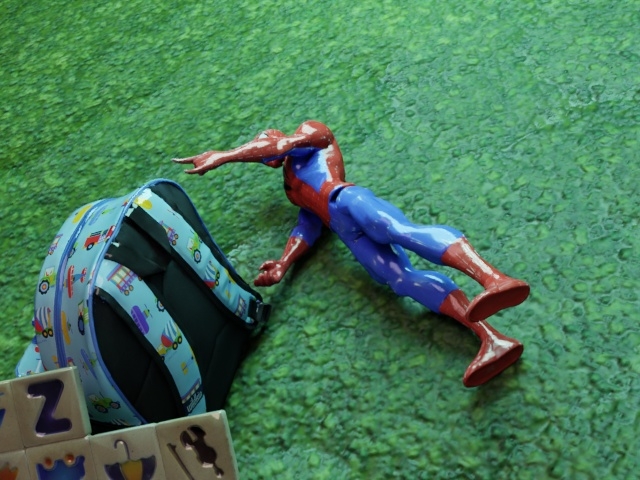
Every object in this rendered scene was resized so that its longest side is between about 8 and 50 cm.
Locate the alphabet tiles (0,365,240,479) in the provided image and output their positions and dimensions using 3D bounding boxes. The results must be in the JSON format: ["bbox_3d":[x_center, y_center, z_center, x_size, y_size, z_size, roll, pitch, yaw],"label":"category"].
[{"bbox_3d":[-0.152,0.174,0.525,0.237,0.009,0.198,-13,90,10],"label":"alphabet tiles"}]

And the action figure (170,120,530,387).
[{"bbox_3d":[0.000,0.000,0.651,0.139,0.092,0.280,-22,42,-22],"label":"action figure"}]

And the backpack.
[{"bbox_3d":[-0.124,0.050,0.606,0.116,0.173,0.158,2,51,23],"label":"backpack"}]
